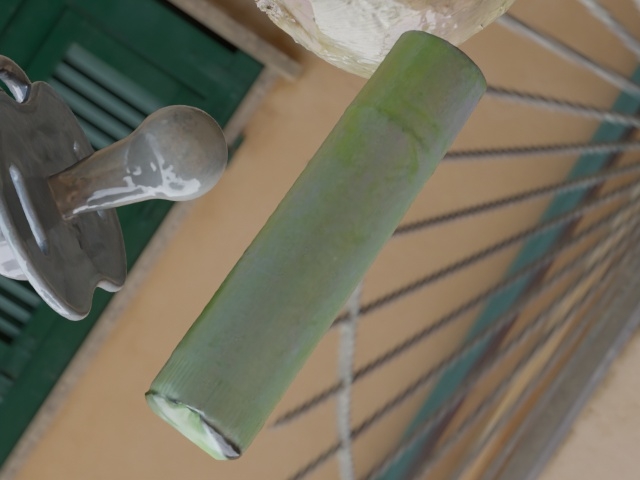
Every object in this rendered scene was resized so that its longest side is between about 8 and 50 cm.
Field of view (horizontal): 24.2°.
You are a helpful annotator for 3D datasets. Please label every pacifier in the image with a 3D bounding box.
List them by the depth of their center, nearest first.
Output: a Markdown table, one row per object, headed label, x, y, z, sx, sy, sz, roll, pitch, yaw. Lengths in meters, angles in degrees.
| label | x | y | z | sx | sy | sz | roll | pitch | yaw |
| --- | --- | --- | --- | --- | --- | --- | --- | --- | --- |
| pacifier | -0.198 | -0.067 | 1.337 | 0.299 | 0.233 | 0.244 | -62 | -44 | -79 |

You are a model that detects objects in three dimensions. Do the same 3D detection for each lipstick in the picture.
| label | x | y | z | sx | sy | sz | roll | pitch | yaw |
| --- | --- | --- | --- | --- | --- | --- | --- | --- | --- |
| lipstick | 0.000 | 0.000 | 0.953 | 0.076 | 0.304 | 0.076 | 32 | 165 | 10 |

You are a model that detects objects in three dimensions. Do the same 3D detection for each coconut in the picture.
| label | x | y | z | sx | sy | sz | roll | pitch | yaw |
| --- | --- | --- | --- | --- | --- | --- | --- | --- | --- |
| coconut | 0.058 | -0.319 | 1.624 | 0.297 | 0.254 | 0.297 | 42 | 151 | 30 |
